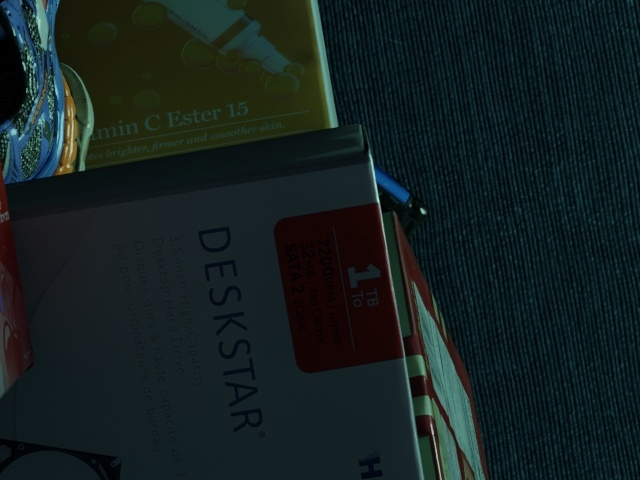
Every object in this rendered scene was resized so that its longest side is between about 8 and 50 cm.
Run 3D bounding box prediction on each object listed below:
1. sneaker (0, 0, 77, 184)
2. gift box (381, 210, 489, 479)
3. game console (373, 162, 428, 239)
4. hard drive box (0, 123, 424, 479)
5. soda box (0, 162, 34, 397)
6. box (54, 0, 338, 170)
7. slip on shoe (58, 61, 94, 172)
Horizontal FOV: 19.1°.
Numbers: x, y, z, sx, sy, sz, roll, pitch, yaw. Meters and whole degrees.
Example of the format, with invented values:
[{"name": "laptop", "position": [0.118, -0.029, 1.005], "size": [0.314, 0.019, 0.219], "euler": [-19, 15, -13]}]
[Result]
[{"name": "sneaker", "position": [-0.184, -0.130, 1.047], "size": [0.087, 0.083, 0.221], "euler": [12, 65, -79]}, {"name": "gift box", "position": [-0.049, 0.135, 1.034], "size": [0.276, 0.258, 0.255], "euler": [63, 16, -53]}, {"name": "game console", "position": [0.000, 0.000, 1.736], "size": [0.250, 0.173, 0.293], "euler": [35, 3, -6]}, {"name": "hard drive box", "position": [-0.078, 0.059, 0.836], "size": [0.089, 0.232, 0.181], "euler": [-92, 172, -80]}, {"name": "soda box", "position": [-0.164, 0.026, 0.649], "size": [0.263, 0.083, 0.092], "euler": [-90, 171, -84]}, {"name": "box", "position": [-0.100, -0.124, 1.454], "size": [0.168, 0.215, 0.345], "euler": [77, 3, -57]}, {"name": "slip on shoe", "position": [-0.184, -0.070, 1.277], "size": [0.041, 0.051, 0.135], "euler": [58, 26, -54]}]
